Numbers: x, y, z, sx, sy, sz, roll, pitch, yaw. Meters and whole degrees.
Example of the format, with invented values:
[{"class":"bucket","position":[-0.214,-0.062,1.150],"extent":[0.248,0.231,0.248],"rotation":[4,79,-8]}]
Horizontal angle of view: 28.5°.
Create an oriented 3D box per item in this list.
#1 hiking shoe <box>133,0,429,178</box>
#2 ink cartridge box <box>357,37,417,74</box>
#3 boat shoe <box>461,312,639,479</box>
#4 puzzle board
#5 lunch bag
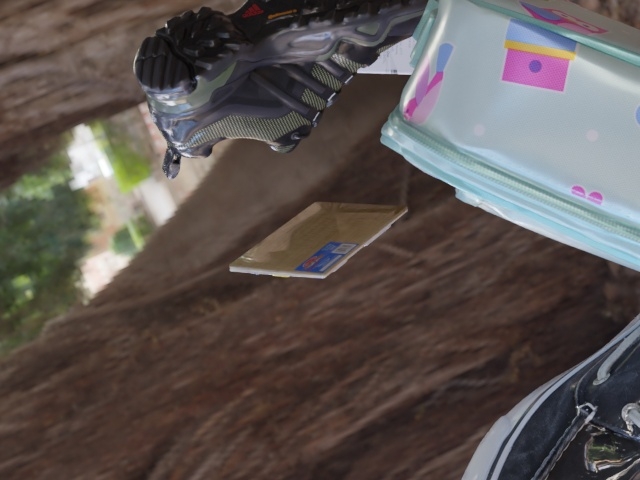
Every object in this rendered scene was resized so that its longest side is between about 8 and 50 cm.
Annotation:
[{"class":"hiking shoe","position":[-0.019,-0.123,0.882],"extent":[0.086,0.226,0.114],"rotation":[57,161,37]},{"class":"ink cartridge box","position":[0.094,-0.216,1.386],"extent":[0.104,0.180,0.060],"rotation":[-36,-51,-70]},{"class":"boat shoe","position":[0.196,0.103,0.722],"extent":[0.108,0.301,0.102],"rotation":[53,154,3]},{"class":"puzzle board","position":[0.000,0.000,1.036],"extent":[0.096,0.128,0.011],"rotation":[5,119,36]},{"class":"lunch bag","position":[0.148,-0.068,0.690],"extent":[0.279,0.224,0.108],"rotation":[-50,-20,-75]}]
